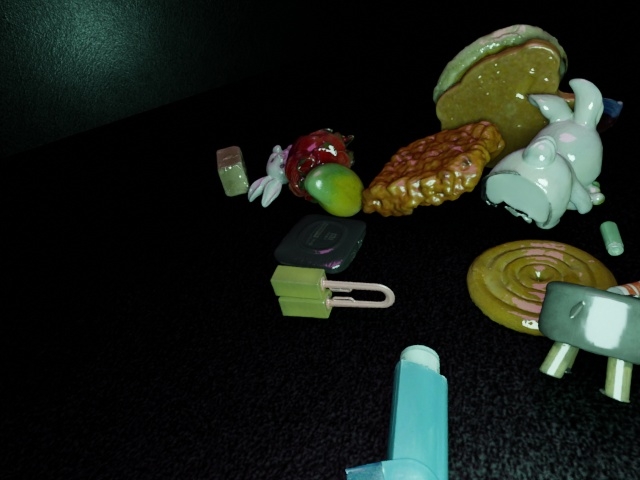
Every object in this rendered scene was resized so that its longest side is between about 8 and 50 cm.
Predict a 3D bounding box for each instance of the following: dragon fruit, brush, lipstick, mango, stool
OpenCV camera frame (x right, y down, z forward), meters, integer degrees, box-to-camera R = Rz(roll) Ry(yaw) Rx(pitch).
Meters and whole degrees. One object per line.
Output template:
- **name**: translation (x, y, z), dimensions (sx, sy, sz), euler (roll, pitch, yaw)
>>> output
- **dragon fruit**: translation (-0.003, -0.221, 1.274), dimensions (0.193, 0.192, 0.274), euler (12, 38, 1)
- **brush**: translation (0.026, 0.106, 0.861), dimensions (0.234, 0.103, 0.047), euler (2, 39, 20)
- **lipstick**: translation (0.543, 0.085, 0.738), dimensions (0.131, 0.038, 0.038), euler (-9, 32, -14)
- **mango**: translation (0.039, -0.129, 1.132), dimensions (0.195, 0.130, 0.092), euler (9, 6, -41)
- **stool**: translation (0.412, 0.139, 0.628), dimensions (0.228, 0.139, 0.153), euler (13, 2, -12)

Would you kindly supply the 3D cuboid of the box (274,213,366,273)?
- **box**: translation (0.000, 0.000, 1.077), dimensions (0.201, 0.042, 0.212), euler (9, 39, 27)

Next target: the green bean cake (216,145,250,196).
- **green bean cake**: translation (-0.287, -0.230, 1.457), dimensions (0.085, 0.109, 0.179), euler (-16, 33, -3)

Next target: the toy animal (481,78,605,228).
- **toy animal**: translation (0.518, -0.184, 0.996), dimensions (0.310, 0.247, 0.183), euler (-42, 29, -18)

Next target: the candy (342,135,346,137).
- **candy**: translation (0.057, -0.326, 1.553), dimensions (0.035, 0.035, 0.123), euler (9, 47, 35)

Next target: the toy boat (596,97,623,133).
- **toy boat**: translation (0.683, -0.350, 1.265), dimensions (0.310, 0.129, 0.142), euler (-6, 48, 22)

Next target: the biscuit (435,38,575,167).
- **biscuit**: translation (0.481, -0.327, 1.132), dimensions (0.351, 0.312, 0.057), euler (-43, 13, 51)

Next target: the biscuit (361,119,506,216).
- **biscuit**: translation (0.284, -0.179, 1.125), dimensions (0.318, 0.110, 0.312), euler (-7, 30, 40)

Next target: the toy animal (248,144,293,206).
- **toy animal**: translation (-0.137, -0.208, 1.363), dimensions (0.104, 0.130, 0.220), euler (22, 49, 22)

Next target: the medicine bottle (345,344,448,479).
- **medicine bottle**: translation (0.116, 0.261, 0.617), dimensions (0.124, 0.079, 0.258), euler (-1, 35, 19)

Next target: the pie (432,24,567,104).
- **pie**: translation (0.477, -0.435, 1.199), dimensions (0.340, 0.339, 0.077), euler (-4, 69, 14)

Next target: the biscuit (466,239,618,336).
- **biscuit**: translation (0.407, 0.074, 0.829), dimensions (0.262, 0.037, 0.261), euler (-10, 34, 7)

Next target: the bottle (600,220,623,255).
- **bottle**: translation (0.582, -0.004, 0.886), dimensions (0.031, 0.030, 0.083), euler (1, 37, 21)
